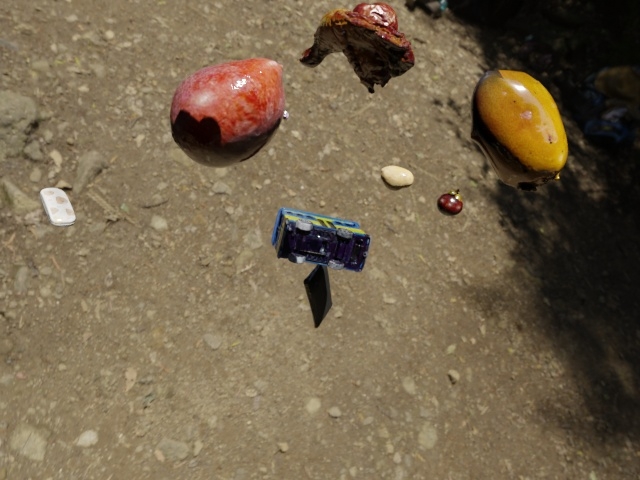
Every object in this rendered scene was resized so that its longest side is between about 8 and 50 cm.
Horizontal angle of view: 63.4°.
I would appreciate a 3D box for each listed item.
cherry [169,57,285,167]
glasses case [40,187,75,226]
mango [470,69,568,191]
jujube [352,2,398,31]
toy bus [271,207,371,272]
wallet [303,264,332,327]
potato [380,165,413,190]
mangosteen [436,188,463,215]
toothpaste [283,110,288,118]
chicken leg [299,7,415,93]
[{"bbox_3d":[-0.176,-0.255,1.055,0.239,0.239,0.206,-15,103,-38],"label":"cherry"},{"bbox_3d":[-0.714,-0.091,1.408,0.063,0.041,0.164,-4,40,-39],"label":"glasses case"},{"bbox_3d":[0.452,-0.254,1.185,0.287,0.201,0.152,62,9,6],"label":"mango"},{"bbox_3d":[0.202,-0.807,2.038,0.212,0.232,0.213,1,29,-1],"label":"jujube"},{"bbox_3d":[0.000,0.000,1.667,0.287,0.138,0.175,11,14,-16],"label":"toy bus"},{"bbox_3d":[-0.003,0.201,1.958,0.030,0.285,0.146,15,49,23],"label":"wallet"},{"bbox_3d":[0.330,-0.269,2.246,0.147,0.112,0.112,11,46,17],"label":"potato"},{"bbox_3d":[0.395,-0.113,1.587,0.081,0.081,0.081,17,53,-23],"label":"mangosteen"},{"bbox_3d":[-0.136,-0.474,1.958,0.045,0.028,0.170,55,3,-14],"label":"toothpaste"},{"bbox_3d":[0.071,-0.420,1.140,0.322,0.177,0.083,31,58,28],"label":"chicken leg"}]
